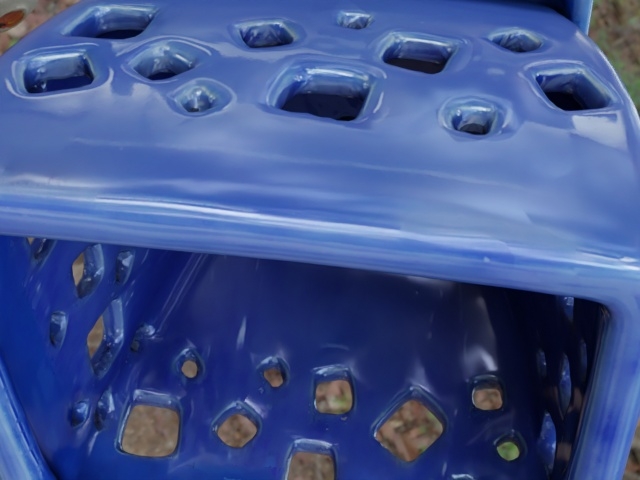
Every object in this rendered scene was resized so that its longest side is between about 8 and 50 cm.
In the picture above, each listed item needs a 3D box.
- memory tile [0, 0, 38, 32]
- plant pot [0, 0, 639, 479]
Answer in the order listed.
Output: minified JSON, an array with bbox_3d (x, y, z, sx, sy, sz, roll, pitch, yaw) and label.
[{"bbox_3d":[-0.201,-0.084,0.528,0.012,0.113,0.148,58,22,5],"label":"memory tile"},{"bbox_3d":[0.000,0.000,0.479,0.236,0.236,0.212,89,8,-47],"label":"plant pot"}]
